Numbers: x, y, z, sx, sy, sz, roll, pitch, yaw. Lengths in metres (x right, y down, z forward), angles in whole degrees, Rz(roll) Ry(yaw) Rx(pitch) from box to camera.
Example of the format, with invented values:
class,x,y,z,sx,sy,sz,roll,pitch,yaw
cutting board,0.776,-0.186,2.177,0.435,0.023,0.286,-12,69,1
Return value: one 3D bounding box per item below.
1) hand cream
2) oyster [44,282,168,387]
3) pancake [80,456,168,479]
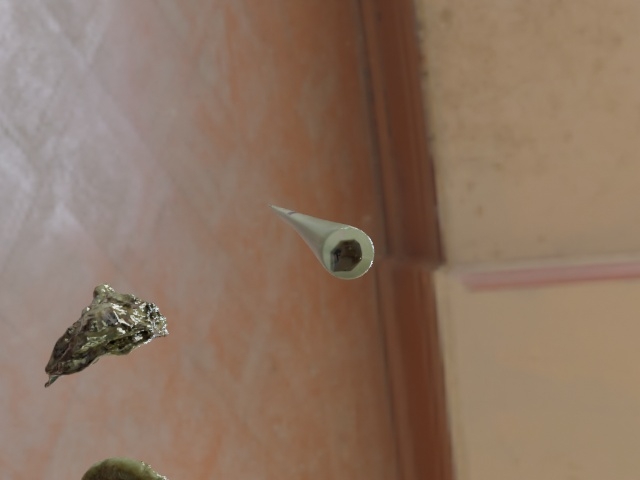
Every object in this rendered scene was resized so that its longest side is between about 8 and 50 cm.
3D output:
class,x,y,z,sx,sy,sz,roll,pitch,yaw
hand cream,0.000,0.000,1.913,0.109,0.320,0.067,34,88,-15
oyster,-0.237,0.107,1.603,0.087,0.199,0.252,60,36,-9
pancake,-0.250,0.408,1.869,0.037,0.253,0.254,-10,96,-46
